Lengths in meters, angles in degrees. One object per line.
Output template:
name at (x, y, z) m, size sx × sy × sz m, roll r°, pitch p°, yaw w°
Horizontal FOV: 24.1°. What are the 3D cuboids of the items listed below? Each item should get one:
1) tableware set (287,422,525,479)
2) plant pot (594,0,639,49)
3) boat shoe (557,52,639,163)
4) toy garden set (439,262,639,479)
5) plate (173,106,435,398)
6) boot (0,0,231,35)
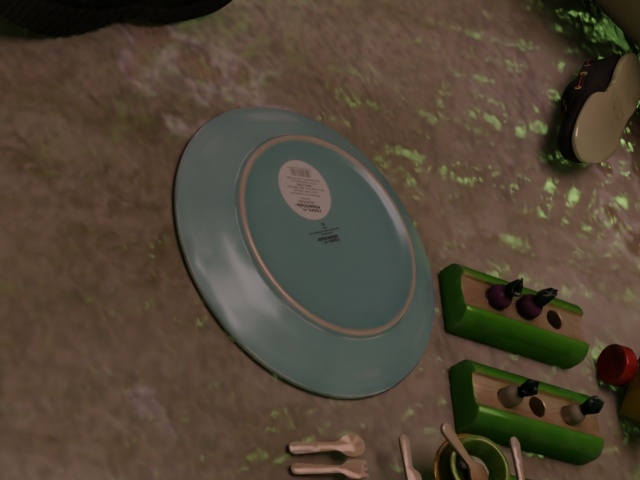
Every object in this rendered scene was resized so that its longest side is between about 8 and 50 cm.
tableware set at (0.058, 0.148, 0.793) m, size 0.154 × 0.024 × 0.104 m, roll 4°, pitch 62°, yaw -26°
plant pot at (0.358, -0.215, 1.148) m, size 0.305 × 0.334 × 0.334 m, roll 39°, pitch 42°, yaw 0°
boat shoe at (0.198, -0.094, 1.096) m, size 0.133 × 0.042 × 0.049 m, roll -53°, pitch 128°, yaw -47°
toy garden set at (0.174, 0.140, 0.911) m, size 0.204 × 0.049 × 0.244 m, roll 19°, pitch 52°, yaw -33°
plate at (0.000, 0.000, 0.862) m, size 0.188 × 0.024 × 0.188 m, roll 22°, pitch 52°, yaw -31°
boot at (-0.138, -0.189, 0.834) m, size 0.198 × 0.077 × 0.137 m, roll -9°, pitch 65°, yaw -59°
